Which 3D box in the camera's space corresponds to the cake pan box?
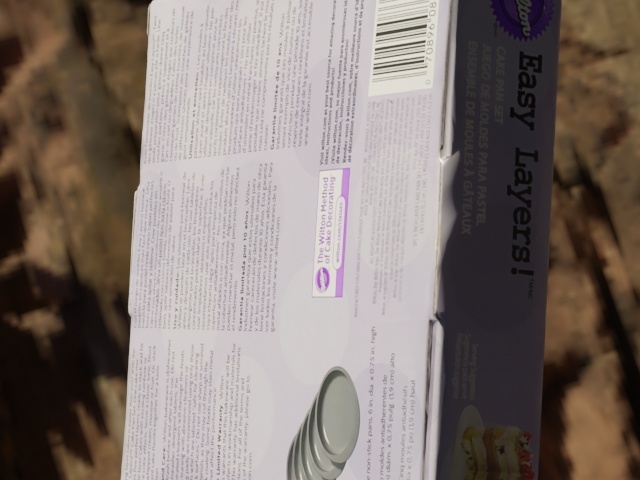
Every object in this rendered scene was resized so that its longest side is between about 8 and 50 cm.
[{"bbox_3d":[0.000,0.000,0.851,0.245,0.070,0.267,-4,82,53],"label":"cake pan box"}]
